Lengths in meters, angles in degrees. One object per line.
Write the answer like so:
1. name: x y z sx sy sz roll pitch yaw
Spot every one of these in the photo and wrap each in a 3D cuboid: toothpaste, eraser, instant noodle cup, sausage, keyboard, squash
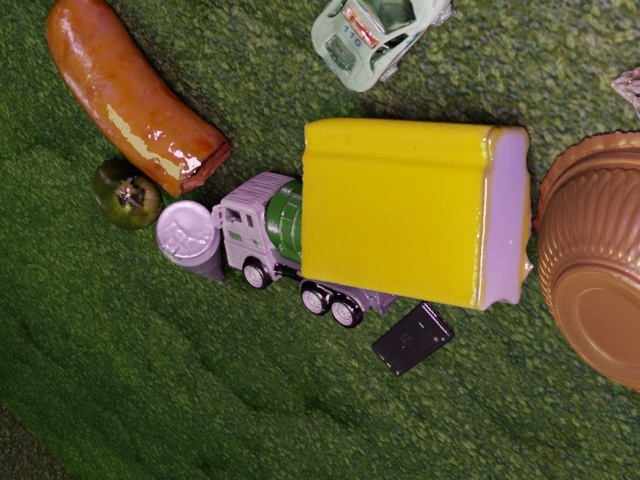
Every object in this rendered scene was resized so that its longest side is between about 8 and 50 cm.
1. toothpaste: -0.158 0.002 1.417 0.114 0.073 0.299 49 174 1
2. eraser: 0.082 -0.031 1.042 0.226 0.069 0.158 9 98 42
3. instant noodle cup: 0.265 0.047 0.935 0.274 0.091 0.274 34 146 27
4. sausage: -0.222 -0.170 1.330 0.270 0.109 0.109 51 150 5
5. keyboard: 0.102 0.114 1.304 0.053 0.010 0.155 49 150 4
6. squash: -0.239 -0.054 1.417 0.080 0.071 0.318 45 176 -17

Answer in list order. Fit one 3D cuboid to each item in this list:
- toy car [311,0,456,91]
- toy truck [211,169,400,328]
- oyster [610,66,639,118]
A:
1. toy car: 0.046 -0.194 0.989 0.093 0.058 0.186 51 150 1
2. toy truck: 0.000 0.000 1.227 0.242 0.101 0.125 18 133 38
3. oyster: 0.289 -0.070 0.799 0.177 0.064 0.125 44 151 1
